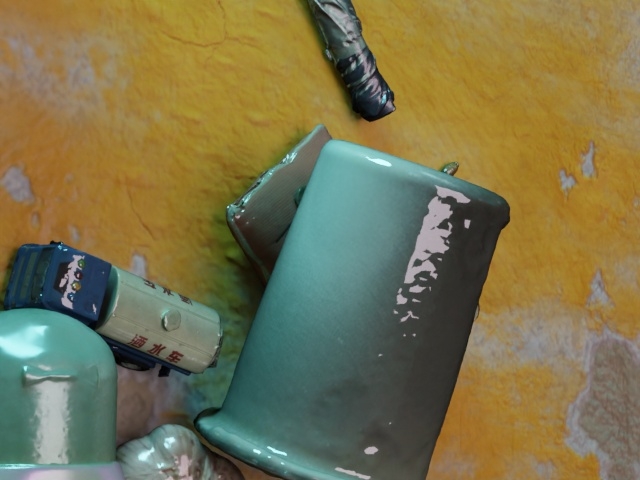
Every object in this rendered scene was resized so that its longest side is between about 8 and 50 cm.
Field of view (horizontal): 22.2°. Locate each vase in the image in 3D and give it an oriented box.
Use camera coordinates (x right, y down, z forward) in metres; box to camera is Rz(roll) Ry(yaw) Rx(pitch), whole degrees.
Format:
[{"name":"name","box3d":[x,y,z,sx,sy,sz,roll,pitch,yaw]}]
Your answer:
[{"name":"vase","box3d":[0.042,0.070,1.460,0.245,0.245,0.291,19,90,-41]}]

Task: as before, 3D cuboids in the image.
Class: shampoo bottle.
[{"name":"shampoo bottle","box3d":[-0.235,0.228,1.290,0.222,0.151,0.349,3,85,-31]}]

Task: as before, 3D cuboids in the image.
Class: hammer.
[{"name":"hammer","box3d":[0.163,-0.032,1.794,0.029,0.014,0.123,-41,117,-29]}]

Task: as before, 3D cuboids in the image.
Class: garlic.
[{"name":"garlic","box3d":[-0.132,0.244,1.425,0.147,0.102,0.159,-27,93,-28]}]

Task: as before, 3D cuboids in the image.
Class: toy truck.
[{"name":"toy truck","box3d":[-0.171,0.066,1.410,0.202,0.088,0.074,27,69,-39]}]

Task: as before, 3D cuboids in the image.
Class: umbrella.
[{"name":"umbrella","box3d":[0.024,-0.209,1.656,0.188,0.046,0.050,62,36,-16]}]

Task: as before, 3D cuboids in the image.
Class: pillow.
[{"name":"pillow","box3d":[0.000,0.000,1.589,0.171,0.075,0.179,-44,117,-36]}]

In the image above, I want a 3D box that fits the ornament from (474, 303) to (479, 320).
[{"name":"ornament","box3d":[0.090,0.090,1.672,0.075,0.081,0.156,43,45,14]}]
